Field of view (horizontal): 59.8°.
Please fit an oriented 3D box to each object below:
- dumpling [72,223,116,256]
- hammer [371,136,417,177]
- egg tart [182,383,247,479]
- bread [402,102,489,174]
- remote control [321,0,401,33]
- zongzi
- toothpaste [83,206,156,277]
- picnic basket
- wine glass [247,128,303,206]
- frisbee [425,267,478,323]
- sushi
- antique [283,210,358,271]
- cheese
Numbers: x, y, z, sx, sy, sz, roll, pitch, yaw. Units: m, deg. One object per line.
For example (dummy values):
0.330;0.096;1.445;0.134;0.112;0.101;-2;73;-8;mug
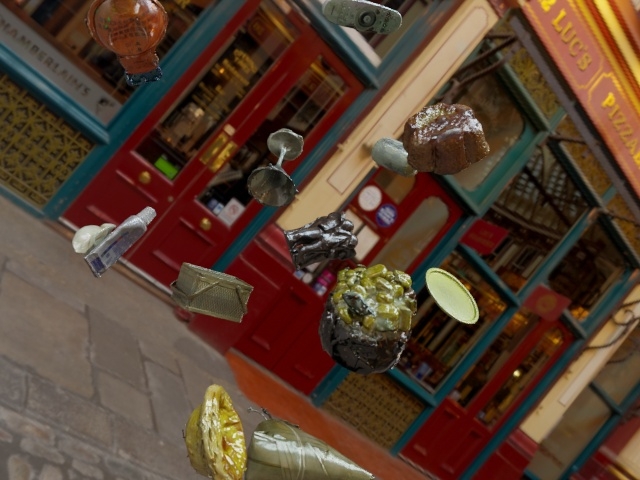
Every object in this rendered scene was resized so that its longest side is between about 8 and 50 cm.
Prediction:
-0.716;-0.014;1.781;0.100;0.134;0.169;52;-1;6;dumpling
0.349;-0.373;2.094;0.202;0.305;0.113;34;-23;31;hammer
-0.288;0.537;1.505;0.295;0.116;0.295;-18;90;-87;egg tart
0.359;-0.308;1.667;0.135;0.246;0.232;72;-4;-48;bread
0.128;-0.695;1.717;0.256;0.097;0.045;10;49;-16;remote control
-0.058;0.691;1.829;0.418;0.182;0.447;10;-4;-3;zongzi
-0.642;-0.005;1.809;0.068;0.282;0.099;5;-44;46;toothpaste
-0.392;0.187;2.006;0.266;0.139;0.165;21;-1;-38;picnic basket
-0.127;-0.230;1.709;0.156;0.156;0.232;40;39;-25;wine glass
0.445;0.189;1.895;0.236;0.017;0.236;27;34;-21;frisbee
0.165;0.257;1.921;0.327;0.285;0.329;24;39;10;sushi
0.000;0.000;2.094;0.322;0.255;0.185;-131;-153;-82;antique
-0.521;-0.563;1.544;0.329;0.216;0.129;93;-21;-59;cheese
